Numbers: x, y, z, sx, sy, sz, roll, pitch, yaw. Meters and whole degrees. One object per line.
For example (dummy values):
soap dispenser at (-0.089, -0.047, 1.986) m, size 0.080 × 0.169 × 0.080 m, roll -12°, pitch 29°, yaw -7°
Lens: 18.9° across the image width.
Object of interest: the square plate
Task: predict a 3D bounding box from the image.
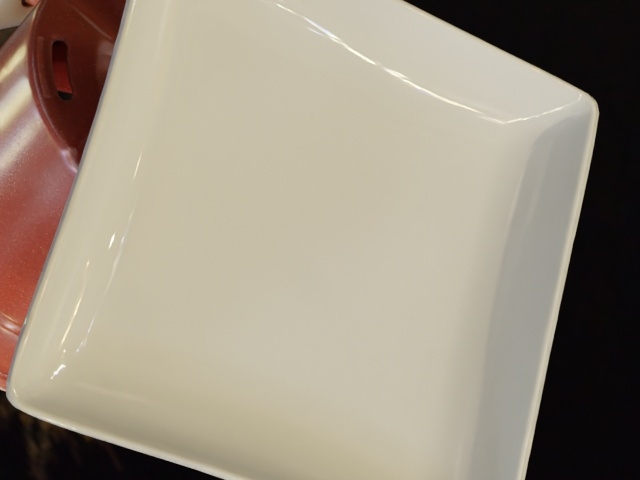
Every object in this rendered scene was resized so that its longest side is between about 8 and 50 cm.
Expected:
square plate at (0.000, 0.000, 1.202) m, size 0.049 × 0.347 × 0.344 m, roll -21°, pitch -130°, yaw 59°

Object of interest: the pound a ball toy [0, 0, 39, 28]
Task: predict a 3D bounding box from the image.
pound a ball toy at (-0.210, -0.275, 1.557) m, size 0.135 × 0.208 × 0.319 m, roll 37°, pitch -158°, yaw 10°

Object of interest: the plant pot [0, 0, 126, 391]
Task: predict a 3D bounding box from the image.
plant pot at (-0.147, -0.056, 1.360) m, size 0.272 × 0.272 × 0.265 m, roll -52°, pitch -175°, yaw -35°
